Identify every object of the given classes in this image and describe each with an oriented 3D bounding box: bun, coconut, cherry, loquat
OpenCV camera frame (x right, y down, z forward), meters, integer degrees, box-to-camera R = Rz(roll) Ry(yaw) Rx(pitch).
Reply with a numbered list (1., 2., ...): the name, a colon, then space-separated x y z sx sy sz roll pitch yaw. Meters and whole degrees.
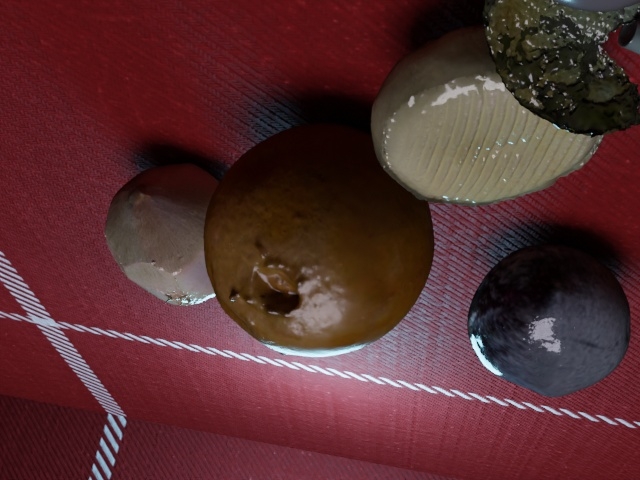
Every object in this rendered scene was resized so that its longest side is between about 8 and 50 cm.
1. bun: 0.193 -0.157 1.188 0.287 0.146 0.287 -3 154 -1
2. coconut: -0.235 -0.015 1.600 0.224 0.224 0.234 1 165 23
3. cherry: 0.363 0.127 1.607 0.254 0.218 0.296 14 150 12
4. loquat: 0.000 0.000 1.395 0.328 0.329 0.328 10 155 5

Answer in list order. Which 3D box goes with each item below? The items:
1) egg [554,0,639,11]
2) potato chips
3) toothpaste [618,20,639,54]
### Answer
1. egg: 0.234 -0.286 0.898 0.198 0.147 0.146 27 151 -24
2. potato chips: 0.266 -0.211 1.023 0.201 0.029 0.220 -10 110 1
3. toothpaste: 0.426 -0.198 1.127 0.205 0.036 0.056 17 155 -18
